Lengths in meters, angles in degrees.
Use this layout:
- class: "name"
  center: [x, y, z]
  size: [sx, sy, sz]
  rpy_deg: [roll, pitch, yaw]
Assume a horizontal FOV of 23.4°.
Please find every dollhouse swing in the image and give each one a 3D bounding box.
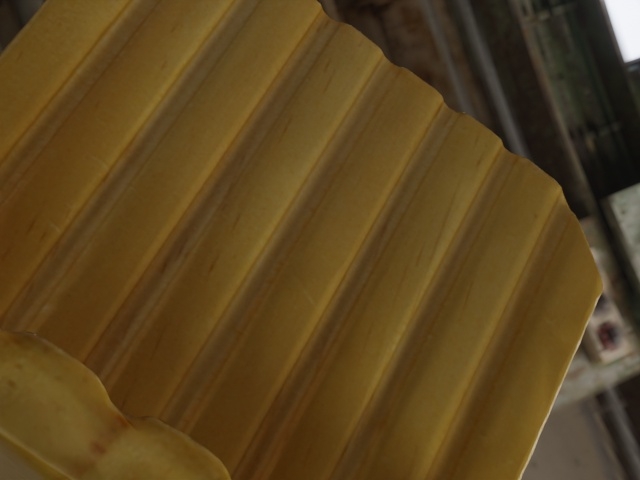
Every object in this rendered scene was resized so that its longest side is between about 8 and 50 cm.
- class: "dollhouse swing"
  center: [0.000, 0.000, 0.576]
  size: [0.346, 0.305, 0.315]
  rpy_deg: [36, -22, -6]
